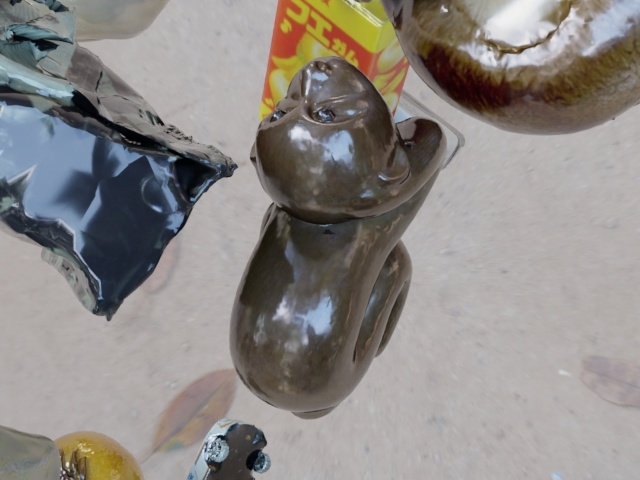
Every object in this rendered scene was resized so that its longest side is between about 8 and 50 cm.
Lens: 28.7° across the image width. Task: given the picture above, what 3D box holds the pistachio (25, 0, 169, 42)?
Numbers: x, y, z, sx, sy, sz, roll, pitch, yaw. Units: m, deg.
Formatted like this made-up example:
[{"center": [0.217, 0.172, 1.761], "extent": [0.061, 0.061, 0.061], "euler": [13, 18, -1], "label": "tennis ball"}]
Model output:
[{"center": [-0.346, -0.364, 1.619], "extent": [0.331, 0.208, 0.226], "euler": [10, 130, -21], "label": "pistachio"}]

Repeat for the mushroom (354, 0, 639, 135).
[{"center": [0.143, -0.209, 0.872], "extent": [0.278, 0.163, 0.297], "euler": [-17, 62, 7], "label": "mushroom"}]

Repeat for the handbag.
[{"center": [-0.271, -0.133, 0.782], "extent": [0.416, 0.316, 0.180], "euler": [40, 88, -19], "label": "handbag"}]

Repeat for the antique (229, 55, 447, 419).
[{"center": [0.000, 0.000, 0.864], "extent": [0.121, 0.143, 0.257], "euler": [20, 116, 15], "label": "antique"}]

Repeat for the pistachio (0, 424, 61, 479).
[{"center": [-0.290, 0.183, 0.827], "extent": [0.237, 0.137, 0.153], "euler": [-23, 96, -24], "label": "pistachio"}]

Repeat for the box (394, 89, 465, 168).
[{"center": [0.101, -0.157, 1.670], "extent": [0.168, 0.259, 0.071], "euler": [37, 104, 6], "label": "box"}]

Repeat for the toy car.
[{"center": [-0.131, 0.305, 1.470], "extent": [0.056, 0.095, 0.205], "euler": [27, 90, 40], "label": "toy car"}]

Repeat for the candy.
[{"center": [0.020, -0.203, 1.419], "extent": [0.146, 0.276, 0.088], "euler": [41, 58, 20], "label": "candy"}]

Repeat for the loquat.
[{"center": [-0.262, 0.283, 1.389], "extent": [0.141, 0.141, 0.141], "euler": [0, 88, 2], "label": "loquat"}]
